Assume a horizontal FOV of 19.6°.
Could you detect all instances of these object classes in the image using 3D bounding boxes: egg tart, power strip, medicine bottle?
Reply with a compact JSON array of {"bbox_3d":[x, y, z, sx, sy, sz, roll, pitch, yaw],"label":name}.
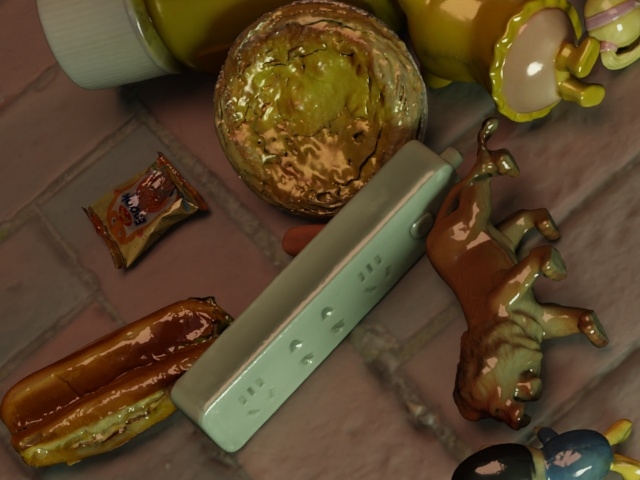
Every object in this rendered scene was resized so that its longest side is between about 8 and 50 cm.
[{"bbox_3d":[0.002,-0.138,1.942,0.234,0.094,0.234,3,100,16],"label":"egg tart"},{"bbox_3d":[0.011,0.047,1.850,0.385,0.091,0.062,-46,53,-9],"label":"power strip"},{"bbox_3d":[-0.107,-0.297,2.053,0.384,0.224,0.224,-12,54,19],"label":"medicine bottle"}]

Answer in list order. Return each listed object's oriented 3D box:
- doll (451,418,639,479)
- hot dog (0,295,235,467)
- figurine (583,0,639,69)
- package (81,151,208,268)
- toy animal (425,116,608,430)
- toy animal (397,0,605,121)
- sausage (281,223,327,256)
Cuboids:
[{"bbox_3d":[0.199,0.210,1.659,0.179,0.089,0.102,-7,53,-6],"label":"doll"},{"bbox_3d":[-0.202,0.150,1.896,0.269,0.072,0.115,-24,50,8],"label":"hot dog"},{"bbox_3d":[0.340,-0.256,1.917,0.083,0.083,0.187,24,59,36],"label":"figurine"},{"bbox_3d":[-0.195,-0.035,2.044,0.121,0.031,0.108,-36,50,0],"label":"package"},{"bbox_3d":[0.166,0.044,1.778,0.158,0.097,0.312,-31,49,13],"label":"toy animal"},{"bbox_3d":[0.186,-0.200,1.898,0.230,0.156,0.156,22,70,37],"label":"toy animal"},{"bbox_3d":[0.000,0.000,1.923,0.083,0.034,0.034,-3,58,26],"label":"sausage"}]
